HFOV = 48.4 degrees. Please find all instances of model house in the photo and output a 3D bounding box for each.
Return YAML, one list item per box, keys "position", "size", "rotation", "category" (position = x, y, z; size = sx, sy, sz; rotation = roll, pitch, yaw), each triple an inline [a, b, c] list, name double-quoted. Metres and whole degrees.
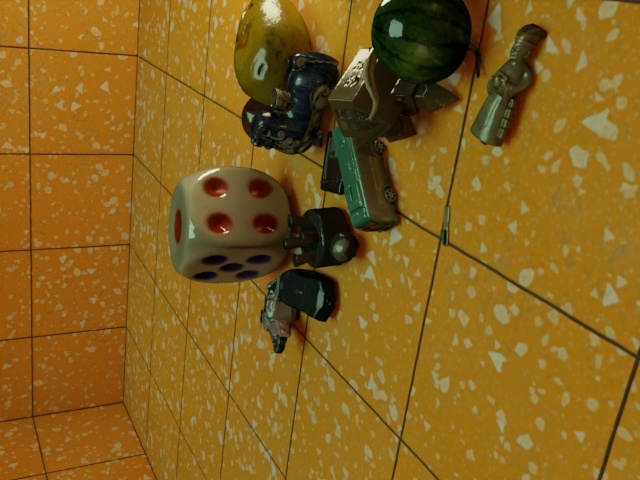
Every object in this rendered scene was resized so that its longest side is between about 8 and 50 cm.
- position: [0.176, -0.281, 1.473]
  size: [0.248, 0.181, 0.176]
  rotation: [11, 147, 35]
  category: "model house"

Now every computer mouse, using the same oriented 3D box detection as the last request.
- position: [-0.031, 0.143, 1.939]
  size: [0.217, 0.073, 0.122]
  rotation: [19, 103, 51]
  category: "computer mouse"

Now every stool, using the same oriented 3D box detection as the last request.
- position: [0.000, -0.009, 1.800]
  size: [0.228, 0.139, 0.153]
  rotation: [-18, 79, 64]
  category: "stool"

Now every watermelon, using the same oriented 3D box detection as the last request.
- position: [0.202, -0.388, 1.339]
  size: [0.188, 0.214, 0.188]
  rotation: [-171, 90, -90]
  category: "watermelon"

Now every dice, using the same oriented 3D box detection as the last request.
- position: [-0.273, -0.039, 2.097]
  size: [0.304, 0.304, 0.277]
  rotation: [128, 138, -57]
  category: "dice"

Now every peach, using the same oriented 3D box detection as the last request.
- position: [-0.156, -0.354, 2.043]
  size: [0.152, 0.152, 0.152]
  rotation: [11, 103, 61]
  category: "peach"

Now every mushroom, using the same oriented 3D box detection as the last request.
- position: [0.131, -0.367, 1.439]
  size: [0.068, 0.043, 0.306]
  rotation: [7, 59, 37]
  category: "mushroom"

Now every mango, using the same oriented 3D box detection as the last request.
- position: [-0.135, -0.534, 1.957]
  size: [0.253, 0.182, 0.365]
  rotation: [-49, 39, 40]
  category: "mango"

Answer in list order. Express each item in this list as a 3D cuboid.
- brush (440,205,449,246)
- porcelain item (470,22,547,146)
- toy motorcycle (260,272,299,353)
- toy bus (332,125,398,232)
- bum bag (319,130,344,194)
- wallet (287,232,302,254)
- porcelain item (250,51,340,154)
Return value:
- position: [0.255, -0.030, 1.458]
  size: [0.016, 0.013, 0.084]
  rotation: [18, 108, 62]
  category: "brush"
- position: [0.330, -0.274, 1.250]
  size: [0.084, 0.054, 0.213]
  rotation: [53, 136, 43]
  category: "porcelain item"
- position: [-0.118, 0.185, 2.067]
  size: [0.239, 0.108, 0.204]
  rotation: [57, 140, 42]
  category: "toy motorcycle"
- position: [0.103, -0.149, 1.633]
  size: [0.091, 0.109, 0.262]
  rotation: [-31, 67, 52]
  category: "toy bus"
- position: [0.041, -0.199, 1.828]
  size: [0.109, 0.026, 0.159]
  rotation: [24, 109, 59]
  category: "bum bag"
- position: [-0.063, 0.010, 2.034]
  size: [0.122, 0.025, 0.061]
  rotation: [4, 94, 61]
  category: "wallet"
- position: [-0.064, -0.350, 1.822]
  size: [0.288, 0.186, 0.138]
  rotation: [-64, 35, 37]
  category: "porcelain item"
